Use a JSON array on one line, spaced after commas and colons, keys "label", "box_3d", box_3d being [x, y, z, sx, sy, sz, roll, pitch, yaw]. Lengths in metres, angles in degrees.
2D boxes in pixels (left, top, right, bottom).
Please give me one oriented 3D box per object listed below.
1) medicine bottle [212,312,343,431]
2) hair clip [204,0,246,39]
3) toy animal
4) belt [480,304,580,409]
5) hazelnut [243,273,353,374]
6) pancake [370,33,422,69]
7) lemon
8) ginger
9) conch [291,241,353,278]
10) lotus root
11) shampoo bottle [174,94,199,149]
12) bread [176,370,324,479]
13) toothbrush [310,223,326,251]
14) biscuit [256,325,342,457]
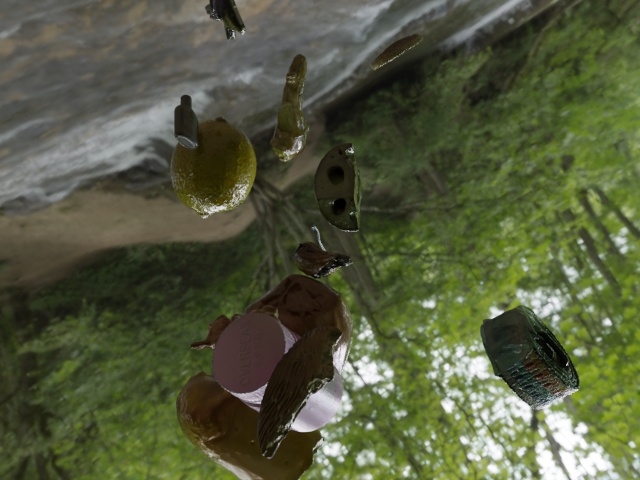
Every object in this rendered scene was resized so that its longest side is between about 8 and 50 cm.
[{"label": "medicine bottle", "box_3d": [-0.083, 0.284, 1.354, 0.178, 0.291, 0.178, -14, -125, 21]}, {"label": "hair clip", "box_3d": [-0.261, -0.668, 1.659, 0.084, 0.292, 0.106, 2, -156, 34]}, {"label": "toy animal", "box_3d": [-0.195, 0.228, 1.563, 0.185, 0.104, 0.183, -8, -174, 39]}, {"label": "belt", "box_3d": [0.510, 0.280, 1.568, 0.150, 0.257, 0.207, -39, -172, 25]}, {"label": "hazelnut", "box_3d": [-0.061, 0.280, 1.843, 0.315, 0.373, 0.372, -12, -164, 30]}, {"label": "pancake", "box_3d": [0.195, -0.496, 1.674, 0.158, 0.028, 0.158, -30, -161, 11]}, {"label": "lemon", "box_3d": [-0.306, -0.208, 1.842, 0.267, 0.267, 0.267, -33, -174, 4]}, {"label": "ginger", "box_3d": [-0.069, -0.349, 1.721, 0.086, 0.295, 0.131, 29, -149, 34]}, {"label": "conch", "box_3d": [-0.007, 0.055, 1.599, 0.232, 0.086, 0.080, 24, -107, 46]}, {"label": "lotus root", "box_3d": [0.062, -0.173, 2.176, 0.141, 0.210, 0.314, -6, -142, 11]}, {"label": "shampoo bottle", "box_3d": [-0.360, -0.323, 1.720, 0.040, 0.080, 0.165, -26, -128, 25]}, {"label": "bread", "box_3d": [-0.233, 0.537, 1.850, 0.250, 0.394, 0.361, -56, -161, -13]}, {"label": "toothbrush", "box_3d": [0.000, 0.000, 2.009, 0.017, 0.162, 0.014, -28, -129, -1]}, {"label": "biscuit", "box_3d": [-0.045, 0.254, 1.088, 0.176, 0.031, 0.229, -19, -135, 53]}]
